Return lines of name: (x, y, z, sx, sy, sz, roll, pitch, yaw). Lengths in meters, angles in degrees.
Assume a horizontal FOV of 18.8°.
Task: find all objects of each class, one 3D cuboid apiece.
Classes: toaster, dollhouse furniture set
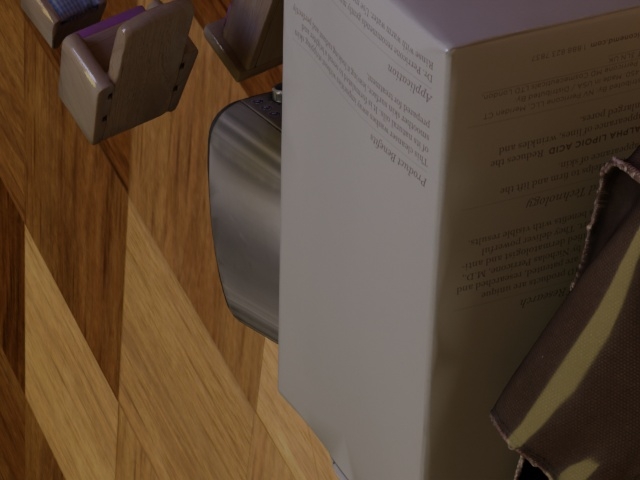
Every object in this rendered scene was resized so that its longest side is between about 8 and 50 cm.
toaster: (0.000, 0.000, 1.459, 0.146, 0.129, 0.227, 33, 131, 56)
dollhouse furniture set: (-0.102, -0.280, 1.320, 0.303, 0.286, 0.198, 54, 151, 19)

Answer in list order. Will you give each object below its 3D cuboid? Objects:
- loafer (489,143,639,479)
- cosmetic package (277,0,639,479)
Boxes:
loafer: (0.172, 0.099, 1.108, 0.134, 0.130, 0.366, 51, 147, 45)
cosmetic package: (0.083, -0.012, 1.226, 0.217, 0.156, 0.385, 50, 148, 47)
